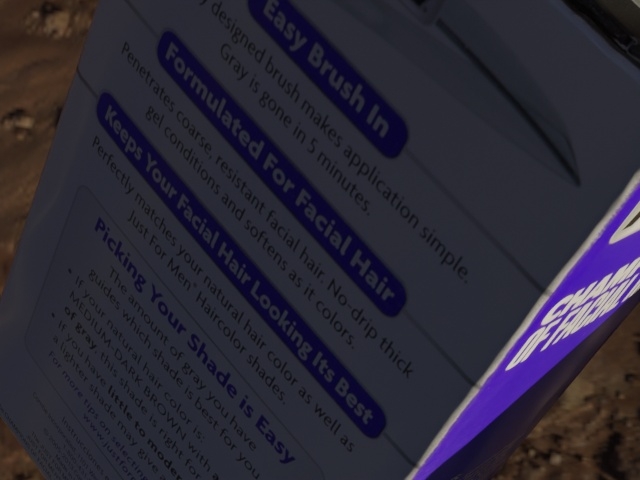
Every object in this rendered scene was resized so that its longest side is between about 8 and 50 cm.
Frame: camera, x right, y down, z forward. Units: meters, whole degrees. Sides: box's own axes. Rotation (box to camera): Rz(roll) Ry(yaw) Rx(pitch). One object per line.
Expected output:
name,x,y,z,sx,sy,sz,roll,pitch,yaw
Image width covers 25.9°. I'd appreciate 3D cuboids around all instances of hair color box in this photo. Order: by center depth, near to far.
hair color box,0.000,0.000,0.483,0.110,0.339,0.185,-24,64,-39
